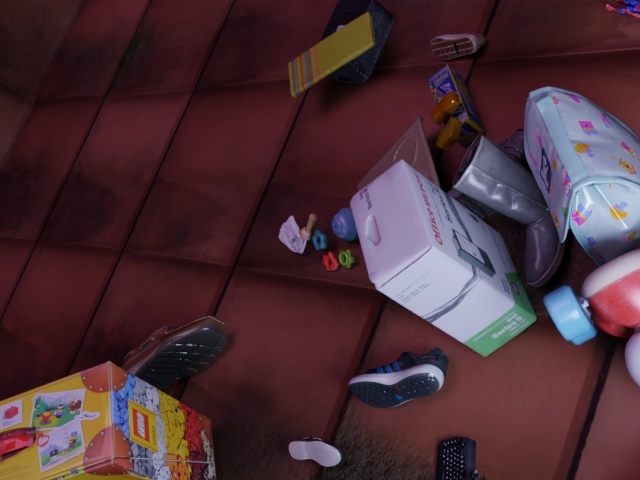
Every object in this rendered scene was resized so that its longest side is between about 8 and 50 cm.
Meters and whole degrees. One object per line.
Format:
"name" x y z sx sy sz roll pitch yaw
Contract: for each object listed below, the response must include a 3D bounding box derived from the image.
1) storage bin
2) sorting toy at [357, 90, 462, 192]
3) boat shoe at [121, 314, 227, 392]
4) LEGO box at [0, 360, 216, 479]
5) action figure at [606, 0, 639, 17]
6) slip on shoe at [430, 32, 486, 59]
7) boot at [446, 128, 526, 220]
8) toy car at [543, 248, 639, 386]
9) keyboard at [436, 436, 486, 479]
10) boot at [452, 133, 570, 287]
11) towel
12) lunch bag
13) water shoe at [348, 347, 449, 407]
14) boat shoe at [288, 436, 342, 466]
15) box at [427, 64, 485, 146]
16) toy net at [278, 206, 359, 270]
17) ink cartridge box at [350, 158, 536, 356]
"storage bin" 0.073 -0.455 2.301 0.122 0.084 0.180 10 72 50
"sorting toy" 0.180 -0.129 1.952 0.307 0.041 0.229 -47 33 35
"boat shoe" -0.341 0.244 2.241 0.324 0.122 0.120 -33 41 27
"LEGO box" -0.505 0.450 1.957 0.500 0.372 0.193 -21 57 16
"action figure" 0.555 -0.412 1.793 0.038 0.030 0.115 -53 40 -3
"slip on shoe" 0.280 -0.401 2.076 0.041 0.051 0.135 -28 17 -29
"boot" 0.288 -0.097 1.831 0.246 0.083 0.161 -34 17 54
"toy car" 0.469 0.137 1.420 0.219 0.210 0.238 -30 73 13
"keyboard" 0.213 0.397 1.597 0.100 0.038 0.192 -21 51 37
"boot" 0.308 -0.047 1.658 0.076 0.208 0.190 -20 45 60
"towel" 0.023 -0.406 2.239 0.237 0.021 0.102 -28 52 31
"lunch bag" 0.413 -0.094 1.536 0.160 0.262 0.223 -35 44 26
"water shoe" 0.141 0.239 1.776 0.203 0.073 0.080 -15 28 42
"boat shoe" -0.003 0.380 1.842 0.125 0.038 0.046 -8 94 45
"box" 0.263 -0.263 1.980 0.054 0.059 0.169 -37 42 26
"toy net" 0.000 0.000 2.100 0.232 0.045 0.122 -4 96 52
"ink cartridge box" 0.199 0.031 1.659 0.121 0.289 0.211 -38 42 23
